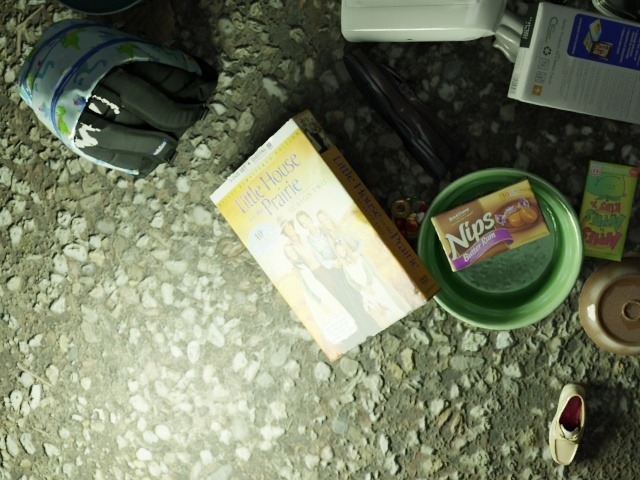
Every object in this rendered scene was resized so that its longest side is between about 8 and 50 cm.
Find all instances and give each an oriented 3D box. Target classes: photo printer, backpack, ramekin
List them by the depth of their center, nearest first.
[{"bbox_3d":[0.195,-0.492,1.791,0.307,0.107,0.256,4,93,25],"label":"photo printer"},{"bbox_3d":[-0.391,-0.272,1.848,0.273,0.355,0.290,40,104,3],"label":"backpack"},{"bbox_3d":[0.340,0.006,1.868,0.303,0.148,0.304,2,100,10],"label":"ramekin"}]

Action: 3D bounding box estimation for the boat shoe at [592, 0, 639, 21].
[{"bbox_3d":[0.607,-0.431,1.787,0.219,0.070,0.078,14,101,8],"label":"boat shoe"}]

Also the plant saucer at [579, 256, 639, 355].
[{"bbox_3d":[0.603,0.132,1.901,0.198,0.036,0.199,1,99,10],"label":"plant saucer"}]

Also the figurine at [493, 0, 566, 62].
[{"bbox_3d":[0.347,-0.472,1.828,0.209,0.092,0.215,37,104,11],"label":"figurine"}]

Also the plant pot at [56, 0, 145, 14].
[{"bbox_3d":[-0.391,-0.573,1.879,0.290,0.195,0.290,2,99,10],"label":"plant pot"}]

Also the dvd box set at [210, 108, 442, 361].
[{"bbox_3d":[0.000,0.000,1.895,0.307,0.062,0.420,-37,89,42],"label":"dvd box set"}]

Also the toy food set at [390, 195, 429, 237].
[{"bbox_3d":[0.182,-0.046,1.953,0.082,0.020,0.083,-4,98,11],"label":"toy food set"}]

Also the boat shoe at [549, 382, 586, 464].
[{"bbox_3d":[0.490,0.370,1.948,0.063,0.059,0.170,6,100,9],"label":"boat shoe"}]

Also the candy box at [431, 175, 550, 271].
[{"bbox_3d":[0.304,-0.030,1.764,0.186,0.053,0.109,-22,95,12],"label":"candy box"}]

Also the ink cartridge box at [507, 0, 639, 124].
[{"bbox_3d":[0.534,-0.311,1.787,0.370,0.069,0.176,9,101,-14],"label":"ink cartridge box"}]

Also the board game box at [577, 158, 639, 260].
[{"bbox_3d":[0.542,-0.059,1.875,0.092,0.043,0.181,10,101,8],"label":"board game box"}]

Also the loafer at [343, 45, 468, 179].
[{"bbox_3d":[0.166,-0.258,1.892,0.095,0.109,0.302,-40,97,-5],"label":"loafer"}]
